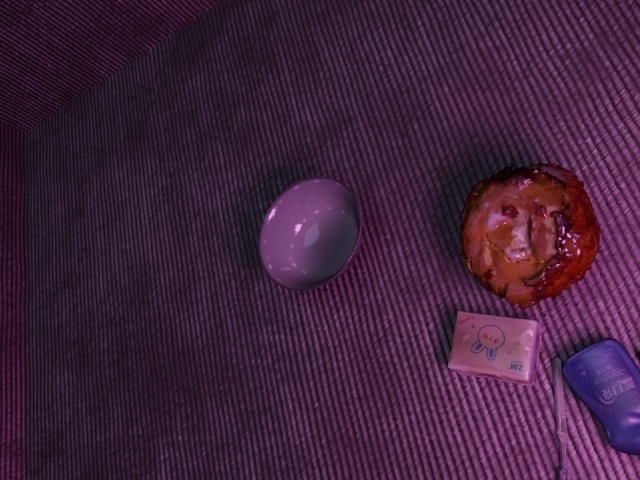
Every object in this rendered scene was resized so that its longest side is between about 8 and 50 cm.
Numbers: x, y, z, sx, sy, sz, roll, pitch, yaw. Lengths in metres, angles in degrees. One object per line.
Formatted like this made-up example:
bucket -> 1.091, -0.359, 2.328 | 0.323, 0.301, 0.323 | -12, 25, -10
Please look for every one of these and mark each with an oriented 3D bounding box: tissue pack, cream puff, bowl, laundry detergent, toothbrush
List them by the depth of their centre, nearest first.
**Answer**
laundry detergent -> 0.646, 0.356, 1.359 | 0.143, 0.094, 0.290 | -34, 58, 12
toothbrush -> 0.541, 0.406, 1.447 | 0.026, 0.028, 0.294 | -7, 63, 27
cream puff -> 0.495, -0.021, 1.511 | 0.350, 0.229, 0.350 | -2, 87, 49
tissue pack -> 0.418, 0.255, 1.536 | 0.196, 0.092, 0.148 | 3, 73, 31
bowl -> 0.000, 0.000, 1.844 | 0.337, 0.157, 0.337 | -12, 66, 28
